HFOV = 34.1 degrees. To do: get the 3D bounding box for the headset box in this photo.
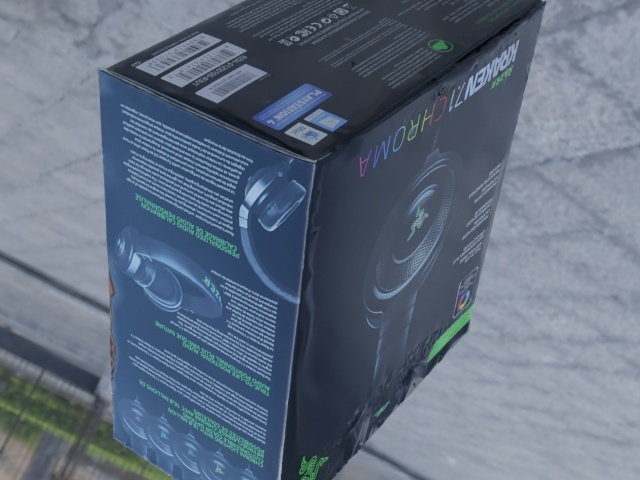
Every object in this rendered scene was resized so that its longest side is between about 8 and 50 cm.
[{"bbox_3d":[0.000,0.000,0.632,0.131,0.246,0.283,26,130,24],"label":"headset box"}]
